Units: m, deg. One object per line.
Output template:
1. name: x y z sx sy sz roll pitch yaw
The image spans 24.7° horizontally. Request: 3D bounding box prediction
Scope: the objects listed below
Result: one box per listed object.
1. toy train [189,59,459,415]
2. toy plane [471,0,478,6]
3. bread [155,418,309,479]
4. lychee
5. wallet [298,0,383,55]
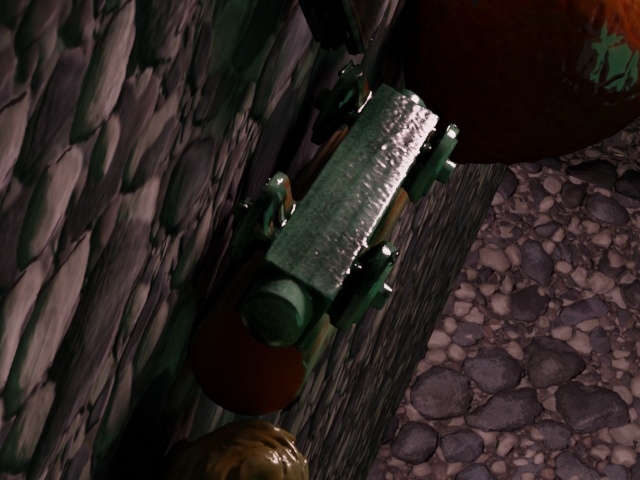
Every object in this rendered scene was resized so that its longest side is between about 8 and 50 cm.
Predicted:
1. toy train: 0.000 0.000 1.033 0.177 0.116 0.285 -60 180 41
2. toy plane: 0.129 -0.313 1.085 0.212 0.088 0.267 -119 -136 -72
3. bread: -0.073 0.170 0.970 0.128 0.088 0.232 -56 -175 -10
4. lychee: 0.206 -0.195 1.323 0.300 0.255 0.255 -37 -173 28
5. wallet: 0.055 -0.281 0.872 0.169 0.044 0.317 71 40 -70
